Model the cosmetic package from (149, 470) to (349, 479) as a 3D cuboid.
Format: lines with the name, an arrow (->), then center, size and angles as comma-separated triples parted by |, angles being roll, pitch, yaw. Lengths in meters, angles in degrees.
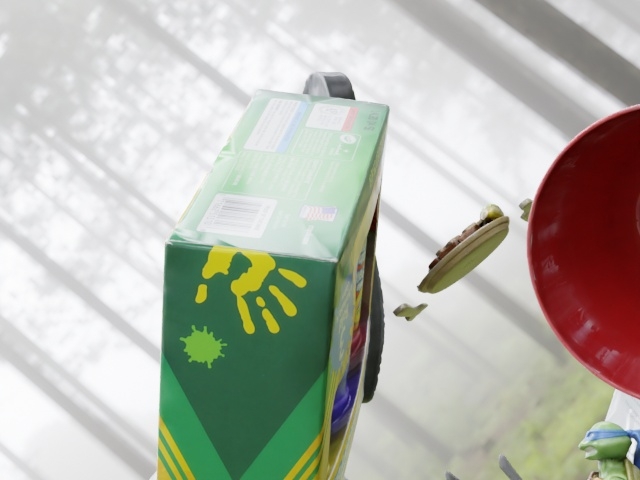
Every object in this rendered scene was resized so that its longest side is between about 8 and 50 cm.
cosmetic package -> -0.084, 0.472, 1.974 | 0.329, 0.394, 0.327 | -50, 6, -29

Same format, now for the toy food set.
toy food set -> 0.147, 0.010, 1.678 | 0.192, 0.038, 0.132 | -41, -13, 7

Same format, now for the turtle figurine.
turtle figurine -> 0.265, 0.340, 1.687 | 0.275, 0.266, 0.198 | -7, -12, -36

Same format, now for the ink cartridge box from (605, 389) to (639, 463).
ink cartridge box -> 0.485, 0.131, 1.835 | 0.129, 0.223, 0.307 | -125, 43, -58

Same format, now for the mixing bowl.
mixing bowl -> 0.221, -0.002, 0.925 | 0.181, 0.181, 0.098 | -58, -12, 28

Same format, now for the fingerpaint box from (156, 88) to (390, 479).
fingerpaint box -> -0.038, 0.092, 1.610 | 0.445, 0.163, 0.371 | -69, -15, -67

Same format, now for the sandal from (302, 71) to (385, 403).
sandal -> -0.001, -0.001, 2.107 | 0.107, 0.445, 0.167 | -5, -6, -18
